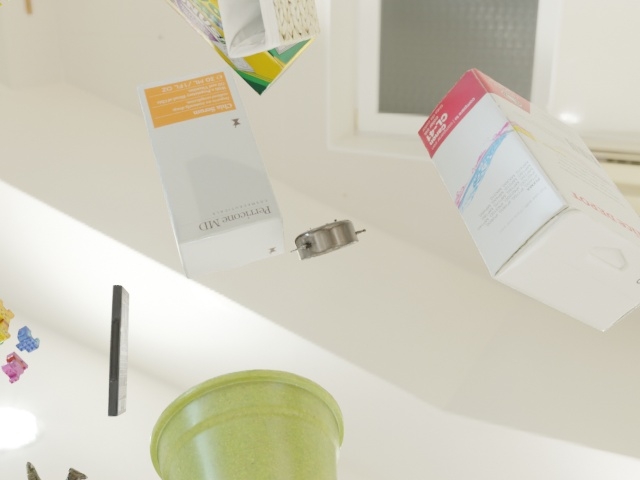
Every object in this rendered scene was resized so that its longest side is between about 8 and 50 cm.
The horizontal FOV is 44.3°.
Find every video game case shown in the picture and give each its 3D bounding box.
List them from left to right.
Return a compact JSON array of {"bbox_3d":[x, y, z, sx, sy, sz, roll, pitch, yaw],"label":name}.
[{"bbox_3d":[-0.443,0.244,1.734,0.026,0.274,0.196,0,170,-9],"label":"video game case"}]

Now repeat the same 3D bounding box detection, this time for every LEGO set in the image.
[{"bbox_3d":[-0.638,0.194,1.568,0.087,0.227,0.093,-29,-148,3],"label":"LEGO set"}]

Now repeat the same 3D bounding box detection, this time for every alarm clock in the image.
[{"bbox_3d":[0.000,0.000,1.630,0.129,0.064,0.192,-20,180,36],"label":"alarm clock"}]

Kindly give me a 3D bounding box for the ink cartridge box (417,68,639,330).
[{"bbox_3d":[0.282,-0.059,1.019,0.226,0.131,0.306,24,-147,-30],"label":"ink cartridge box"}]

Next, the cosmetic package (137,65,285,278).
[{"bbox_3d":[-0.251,-0.163,1.774,0.230,0.161,0.453,-16,-120,-10],"label":"cosmetic package"}]

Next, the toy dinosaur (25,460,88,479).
[{"bbox_3d":[-0.394,0.471,1.252,0.121,0.313,0.160,10,-136,16],"label":"toy dinosaur"}]

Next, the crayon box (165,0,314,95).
[{"bbox_3d":[-0.185,-0.440,1.407,0.106,0.363,0.313,-47,-171,-5],"label":"crayon box"}]

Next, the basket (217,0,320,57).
[{"bbox_3d":[-0.080,-0.361,1.149,0.103,0.167,0.113,-18,-167,-37],"label":"basket"}]

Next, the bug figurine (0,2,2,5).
[{"bbox_3d":[-0.435,-0.414,0.961,0.279,0.216,0.072,27,-145,-49],"label":"bug figurine"}]

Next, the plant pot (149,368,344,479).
[{"bbox_3d":[-0.079,0.354,1.016,0.276,0.276,0.253,-4,-144,-10],"label":"plant pot"}]
